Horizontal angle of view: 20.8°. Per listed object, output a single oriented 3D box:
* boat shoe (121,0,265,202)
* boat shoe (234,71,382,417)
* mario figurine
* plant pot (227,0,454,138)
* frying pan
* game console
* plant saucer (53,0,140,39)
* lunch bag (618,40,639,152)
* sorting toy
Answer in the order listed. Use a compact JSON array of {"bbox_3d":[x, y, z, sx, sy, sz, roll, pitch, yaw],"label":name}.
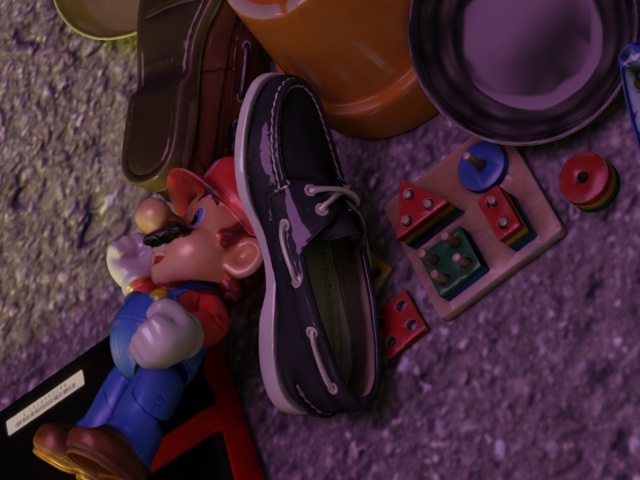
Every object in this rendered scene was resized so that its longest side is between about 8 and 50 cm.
[{"bbox_3d":[-0.112,-0.182,1.697,0.111,0.104,0.307,2,75,46],"label":"boat shoe"},{"bbox_3d":[0.000,0.000,1.503,0.091,0.114,0.302,-7,92,45],"label":"boat shoe"},{"bbox_3d":[-0.154,0.053,1.541,0.198,0.170,0.320,15,64,29],"label":"mario figurine"},{"bbox_3d":[0.016,-0.218,1.558,0.205,0.188,0.205,-14,65,32],"label":"plant pot"},{"bbox_3d":[0.228,-0.202,1.455,0.326,0.053,0.197,-22,86,17],"label":"frying pan"},{"bbox_3d":[-0.218,0.272,1.628,0.386,0.060,0.342,-34,50,20],"label":"game console"},{"bbox_3d":[-0.184,-0.316,1.840,0.241,0.037,0.241,-14,65,32],"label":"plant saucer"},{"bbox_3d":[0.296,-0.076,1.338,0.096,0.129,0.151,-40,52,15],"label":"lunch bag"},{"bbox_3d":[0.116,-0.018,1.499,0.274,0.046,0.132,-38,54,19],"label":"sorting toy"}]
